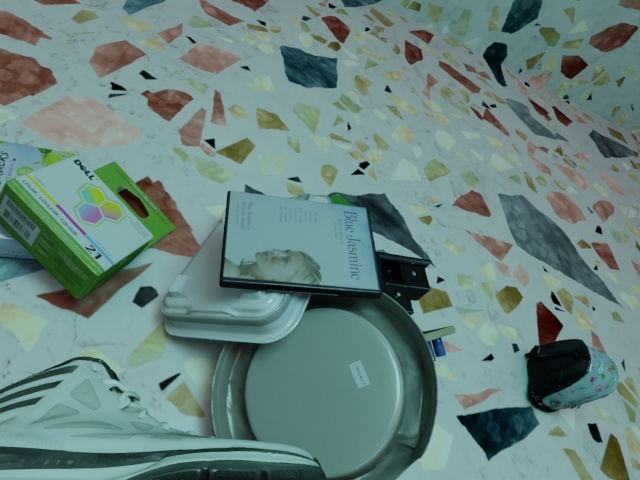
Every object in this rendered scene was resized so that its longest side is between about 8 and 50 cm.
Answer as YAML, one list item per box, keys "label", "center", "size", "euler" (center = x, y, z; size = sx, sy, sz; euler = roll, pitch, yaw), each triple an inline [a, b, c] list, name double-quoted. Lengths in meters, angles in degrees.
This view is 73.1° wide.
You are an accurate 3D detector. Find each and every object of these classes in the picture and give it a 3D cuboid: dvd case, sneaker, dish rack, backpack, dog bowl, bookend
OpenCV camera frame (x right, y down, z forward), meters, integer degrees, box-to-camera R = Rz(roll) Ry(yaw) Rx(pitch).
- label: "dvd case"
  center: [-0.030, 0.005, 0.701]
  size: [0.252, 0.022, 0.181]
  euler: [6, 51, -14]
- label: "sneaker"
  center: [-0.222, 0.248, 0.561]
  size: [0.446, 0.169, 0.258]
  euler: [8, 23, -20]
- label: "dish rack"
  center: [-0.126, 0.024, 0.782]
  size: [0.285, 0.073, 0.333]
  euler: [-2, 43, 28]
- label: "backpack"
  center: [0.570, 0.304, 0.986]
  size: [0.115, 0.182, 0.152]
  euler: [23, 48, -11]
- label: "dog bowl"
  center: [0.008, 0.238, 0.692]
  size: [0.347, 0.102, 0.350]
  euler: [-5, 64, 9]
- label: "bookend"
  center: [0.190, 0.118, 0.996]
  size: [0.156, 0.072, 0.158]
  euler: [10, 53, -22]

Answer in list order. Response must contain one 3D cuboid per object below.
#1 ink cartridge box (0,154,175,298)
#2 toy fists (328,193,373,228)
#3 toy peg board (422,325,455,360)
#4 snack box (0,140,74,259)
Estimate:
- label: "ink cartridge box"
  center: [-0.375, -0.054, 0.752]
  size: [0.189, 0.097, 0.255]
  euler: [49, 36, -8]
- label: "toy fists"
  center: [0.000, 0.000, 0.972]
  size: [0.279, 0.096, 0.142]
  euler: [-26, 61, -37]
- label: "toy peg board"
  center: [0.165, 0.233, 0.851]
  size: [0.161, 0.160, 0.079]
  euler: [-8, 76, -32]
- label: "snack box"
  center: [-0.543, -0.074, 0.753]
  size: [0.174, 0.070, 0.207]
  euler: [8, 53, -25]
